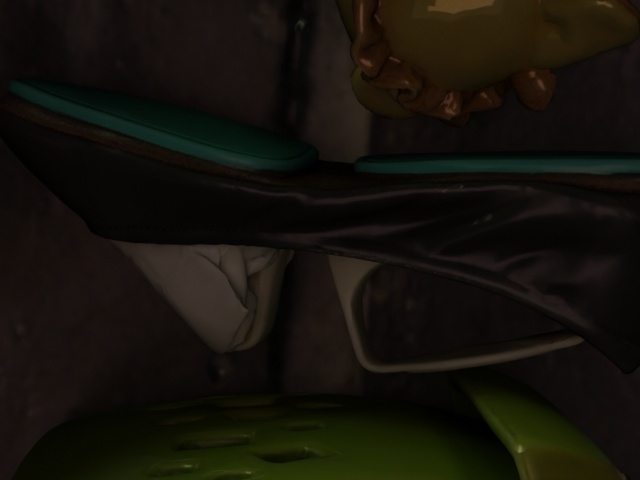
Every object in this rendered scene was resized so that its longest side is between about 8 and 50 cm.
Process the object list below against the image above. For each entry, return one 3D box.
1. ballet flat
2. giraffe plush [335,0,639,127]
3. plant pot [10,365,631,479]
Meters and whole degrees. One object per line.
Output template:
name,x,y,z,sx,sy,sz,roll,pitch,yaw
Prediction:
ballet flat,0.000,0.000,0.671,0.280,0.095,0.096,8,97,16
giraffe plush,0.035,-0.128,0.651,0.170,0.181,0.210,41,87,-23
plant pot,0.015,0.164,0.648,0.207,0.228,0.227,-14,94,-1
